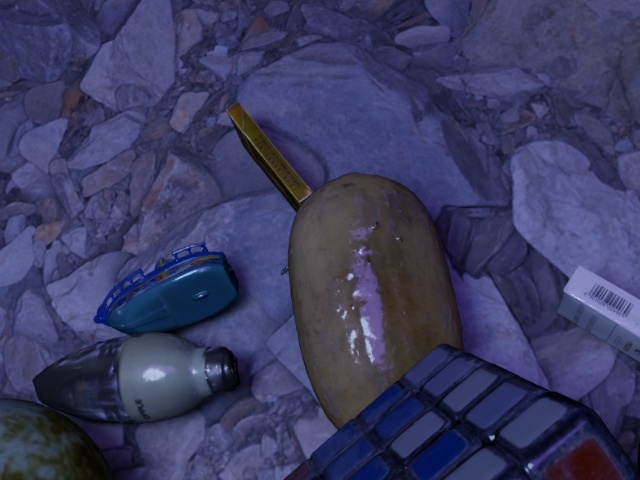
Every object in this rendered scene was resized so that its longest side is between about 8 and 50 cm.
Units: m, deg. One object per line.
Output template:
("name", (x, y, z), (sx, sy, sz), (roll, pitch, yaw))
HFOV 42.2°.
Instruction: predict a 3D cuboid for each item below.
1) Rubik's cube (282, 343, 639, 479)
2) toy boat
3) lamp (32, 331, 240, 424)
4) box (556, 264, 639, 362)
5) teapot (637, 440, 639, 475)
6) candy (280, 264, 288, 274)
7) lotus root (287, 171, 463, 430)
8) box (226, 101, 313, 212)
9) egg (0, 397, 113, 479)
("Rubik's cube", (0.119, 0.291, 0.646), (0.293, 0.287, 0.292), (-37, 98, -7))
("toy boat", (-0.182, 0.054, 0.962), (0.175, 0.091, 0.110), (-23, 32, 2))
("lamp", (-0.206, 0.152, 0.909), (0.250, 0.101, 0.101), (-9, 67, 15))
("box", (0.319, 0.090, 0.845), (0.154, 0.084, 0.040), (32, 76, 20))
("teapot", (0.439, 0.217, 0.696), (0.315, 0.233, 0.312), (-36, 72, -31))
("candy", (0.000, 0.000, 0.970), (0.123, 0.035, 0.035), (-37, 64, 3))
("lotus root", (0.060, 0.092, 0.855), (0.169, 0.151, 0.343), (-12, 71, 2))
("box", (-0.054, -0.087, 0.980), (0.022, 0.089, 0.156), (-36, 69, -8))
("egg", (-0.336, 0.288, 0.807), (0.289, 0.238, 0.238), (-41, 66, 14))
